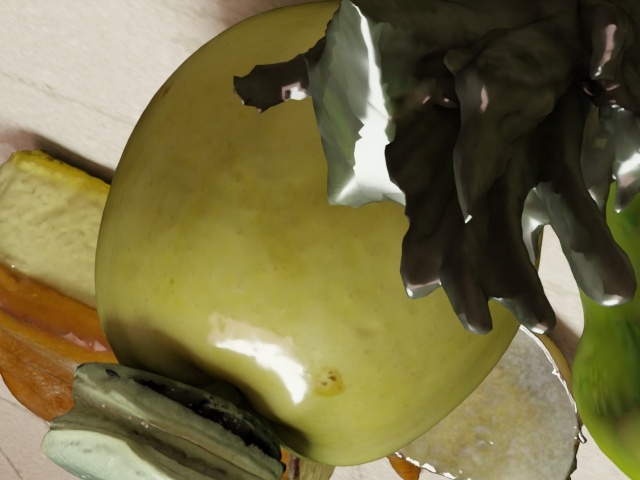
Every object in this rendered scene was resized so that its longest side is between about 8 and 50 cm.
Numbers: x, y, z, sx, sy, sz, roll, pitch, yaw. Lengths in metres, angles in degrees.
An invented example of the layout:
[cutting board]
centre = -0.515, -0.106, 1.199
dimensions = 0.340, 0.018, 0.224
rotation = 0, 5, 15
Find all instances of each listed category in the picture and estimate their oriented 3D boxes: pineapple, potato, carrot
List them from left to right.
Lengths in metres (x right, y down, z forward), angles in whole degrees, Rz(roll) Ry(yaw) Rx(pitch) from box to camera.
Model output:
[carrot]
centre = 0.066, 0.174, 1.333
dimensions = 0.048, 0.048, 0.216
rotation = 20, 159, 24
[potato]
centre = 0.069, 0.092, 1.079
dimensions = 0.243, 0.138, 0.098
rotation = 15, -172, 2
[pineapple]
centre = 0.105, -0.094, 0.439
dimensions = 0.169, 0.340, 0.169
rotation = 27, 152, 16

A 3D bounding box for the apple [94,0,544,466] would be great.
[apple]
centre = 0.000, 0.000, 0.865
dimensions = 0.262, 0.262, 0.262
rotation = 26, 155, 13

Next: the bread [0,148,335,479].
[bread]
centre = -0.137, 0.097, 1.301
dimensions = 0.333, 0.143, 0.324
rotation = 24, 155, 15

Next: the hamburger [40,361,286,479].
[hamburger]
centre = -0.077, 0.112, 0.802
dimensions = 0.140, 0.062, 0.133
rotation = 14, 162, 26

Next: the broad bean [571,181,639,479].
[broad bean]
centre = 0.201, 0.017, 0.714
dimensions = 0.238, 0.119, 0.291
rotation = 58, 153, 30
